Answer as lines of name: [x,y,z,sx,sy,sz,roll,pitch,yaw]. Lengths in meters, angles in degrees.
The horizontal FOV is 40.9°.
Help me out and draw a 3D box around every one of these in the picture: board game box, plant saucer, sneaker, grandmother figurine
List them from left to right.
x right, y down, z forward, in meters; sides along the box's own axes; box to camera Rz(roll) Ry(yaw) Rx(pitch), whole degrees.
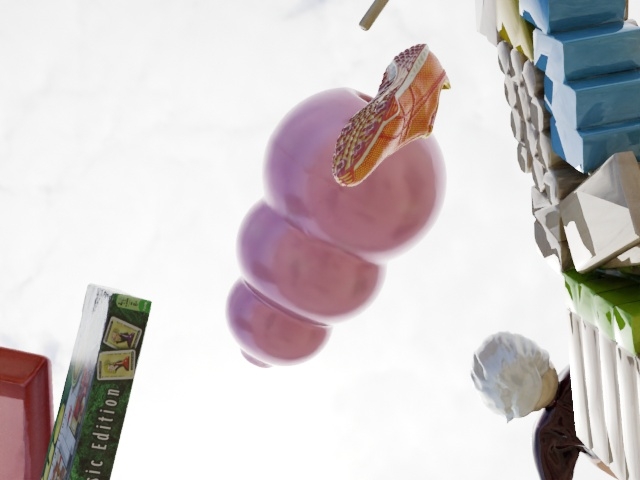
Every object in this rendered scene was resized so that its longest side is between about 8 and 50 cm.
plant saucer: [-0.409,0.176,0.884,0.258,0.259,0.048,17,-73,-25]
board game box: [-0.159,0.158,0.543,0.030,0.136,0.260,14,-96,-18]
sneaker: [0.069,-0.103,0.747,0.067,0.064,0.175,50,-124,-21]
grandmother figurine: [0.309,0.204,0.945,0.342,0.104,0.208,30,-98,-16]

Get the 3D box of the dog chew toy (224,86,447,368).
dog chew toy: [0.000,0.000,0.969,0.206,0.206,0.332,17,-71,-33]

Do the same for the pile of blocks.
pile of blocks: [0.179,-0.045,0.460,0.112,0.149,0.362,-11,-100,-5]

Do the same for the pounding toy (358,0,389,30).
pounding toy: [0.077,-0.270,0.716,0.130,0.141,0.100,-13,-37,0]
